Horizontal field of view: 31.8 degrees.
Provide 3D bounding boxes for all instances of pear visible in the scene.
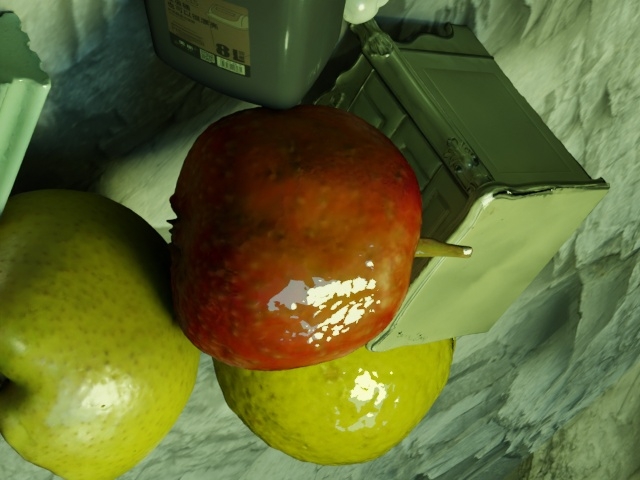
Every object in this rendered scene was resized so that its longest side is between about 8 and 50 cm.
[{"bbox_3d":[-0.242,0.085,1.275,0.191,0.340,0.386,-27,-172,12],"label":"pear"}]

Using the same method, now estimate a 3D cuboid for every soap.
[{"bbox_3d":[-0.341,-0.119,1.127,0.063,0.114,0.198,-4,139,-38],"label":"soap"}]

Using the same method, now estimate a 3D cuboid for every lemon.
[{"bbox_3d":[0.005,0.138,1.604,0.387,0.350,0.350,38,112,-23],"label":"lemon"}]

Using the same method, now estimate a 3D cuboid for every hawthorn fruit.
[{"bbox_3d":[0.000,0.000,1.201,0.330,0.287,0.287,4,143,-6],"label":"hawthorn fruit"}]

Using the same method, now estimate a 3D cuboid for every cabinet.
[{"bbox_3d":[0.126,-0.078,1.418,0.227,0.318,0.290,-6,142,-40],"label":"cabinet"}]

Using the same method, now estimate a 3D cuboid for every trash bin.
[{"bbox_3d":[-0.068,-0.270,1.045,0.290,0.209,0.182,96,19,-62],"label":"trash bin"}]

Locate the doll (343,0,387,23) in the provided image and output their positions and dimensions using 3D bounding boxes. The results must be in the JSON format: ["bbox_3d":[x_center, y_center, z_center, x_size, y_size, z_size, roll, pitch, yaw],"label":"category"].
[{"bbox_3d":[0.060,-0.318,1.204,0.180,0.107,0.110,-38,114,20],"label":"doll"}]
